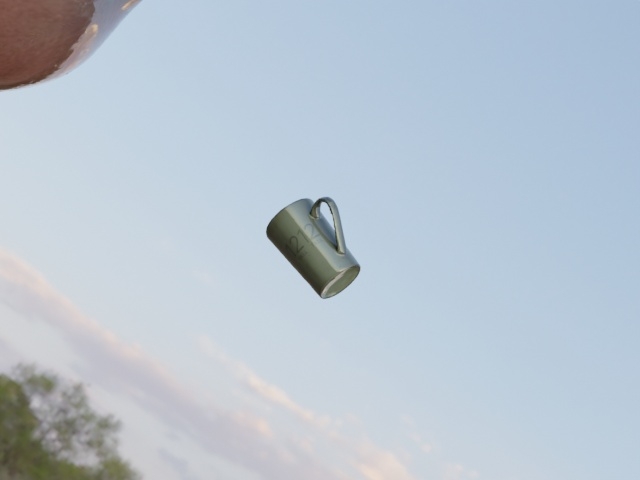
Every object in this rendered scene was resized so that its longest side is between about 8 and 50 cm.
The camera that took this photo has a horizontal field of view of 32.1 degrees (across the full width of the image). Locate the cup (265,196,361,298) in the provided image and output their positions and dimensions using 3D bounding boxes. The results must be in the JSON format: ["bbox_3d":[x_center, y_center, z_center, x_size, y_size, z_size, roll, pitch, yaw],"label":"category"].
[{"bbox_3d":[0.001,0.001,1.025,0.083,0.075,0.054,51,12,21],"label":"cup"}]

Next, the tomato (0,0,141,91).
[{"bbox_3d":[-0.286,-0.270,0.910,0.321,0.321,0.321,31,-22,14],"label":"tomato"}]
